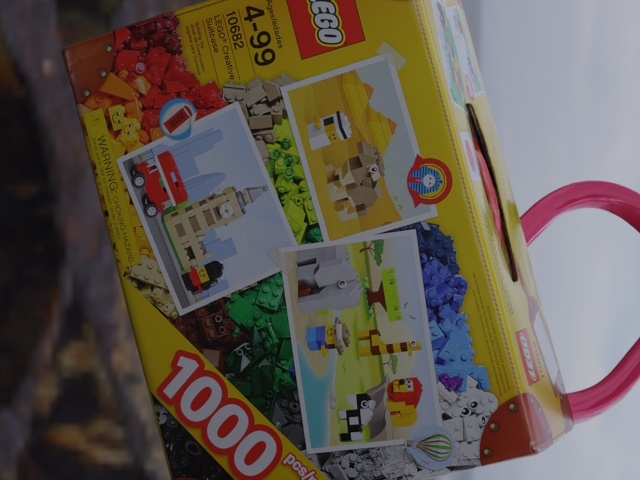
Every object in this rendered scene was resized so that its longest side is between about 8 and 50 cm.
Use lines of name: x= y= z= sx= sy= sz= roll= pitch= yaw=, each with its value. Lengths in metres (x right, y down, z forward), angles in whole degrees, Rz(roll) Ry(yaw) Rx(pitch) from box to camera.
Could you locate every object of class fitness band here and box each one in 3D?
fitness band: x=0.271 y=0.066 z=2.088 sx=0.291 sy=0.209 sz=0.054 roll=-46 pitch=172 yaw=-24

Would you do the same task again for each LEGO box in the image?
LEGO box: x=0.000 y=0.000 z=1.958 sx=0.193 sy=0.372 sz=0.500 roll=-8 pitch=82 yaw=-73
